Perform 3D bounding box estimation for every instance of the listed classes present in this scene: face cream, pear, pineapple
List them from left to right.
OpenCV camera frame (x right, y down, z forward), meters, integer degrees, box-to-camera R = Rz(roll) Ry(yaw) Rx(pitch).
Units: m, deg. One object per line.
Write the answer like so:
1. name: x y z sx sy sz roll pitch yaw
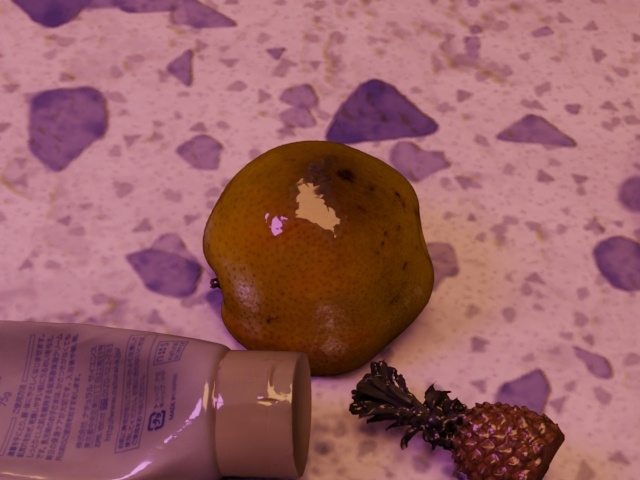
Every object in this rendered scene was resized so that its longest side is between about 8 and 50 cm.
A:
1. face cream: -0.120 0.091 0.984 0.224 0.070 0.114 1 46 9
2. pear: 0.000 0.000 1.047 0.141 0.104 0.141 2 49 -2
3. pineapple: 0.073 0.100 0.998 0.124 0.058 0.058 28 50 16
